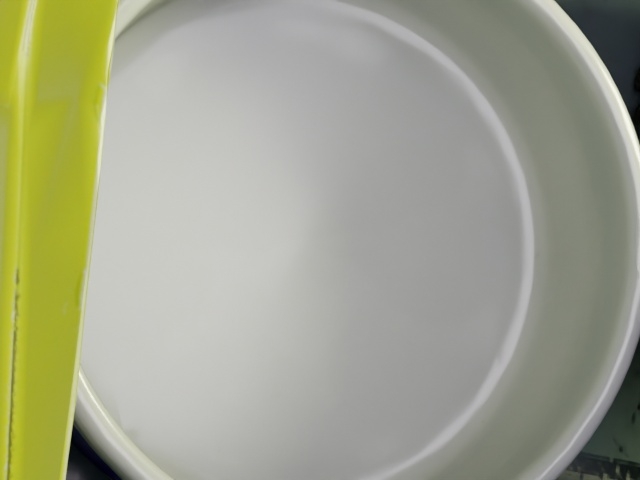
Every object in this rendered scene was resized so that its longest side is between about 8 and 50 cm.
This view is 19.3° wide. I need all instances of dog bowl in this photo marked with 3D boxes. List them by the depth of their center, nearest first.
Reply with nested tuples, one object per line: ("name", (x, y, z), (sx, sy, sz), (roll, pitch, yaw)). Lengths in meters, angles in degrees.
("dog bowl", (0.000, 0.000, 0.797), (0.265, 0.104, 0.265), (1, 86, -16))

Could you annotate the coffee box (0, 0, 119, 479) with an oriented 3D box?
("coffee box", (-0.255, -0.065, 0.605), (0.337, 0.334, 0.338), (8, 84, -16))

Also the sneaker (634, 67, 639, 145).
("sneaker", (0.233, 0.031, 0.813), (0.146, 0.134, 0.344), (13, 62, -20))
